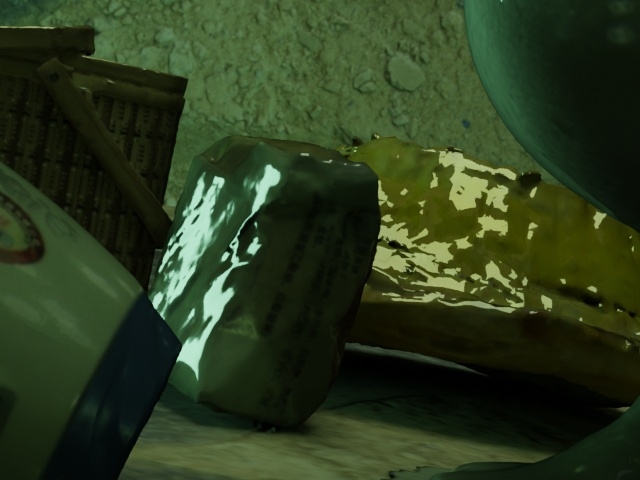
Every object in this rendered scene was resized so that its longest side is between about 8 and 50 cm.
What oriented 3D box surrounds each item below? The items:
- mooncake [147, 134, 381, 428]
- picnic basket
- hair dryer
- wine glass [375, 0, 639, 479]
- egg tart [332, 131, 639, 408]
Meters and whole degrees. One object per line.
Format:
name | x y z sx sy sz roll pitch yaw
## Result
mooncake | -0.027 0.014 0.721 0.073 0.125 0.130 21 0 -28
picnic basket | -0.259 -0.074 1.087 0.313 0.175 0.228 10 2 -20
hair dryer | -0.205 -0.008 0.345 0.296 0.119 0.298 30 13 17
wine glass | 0.152 -0.042 0.560 0.238 0.323 0.238 12 1 0
egg tart | 0.083 0.016 0.886 0.315 0.120 0.315 14 -2 1
